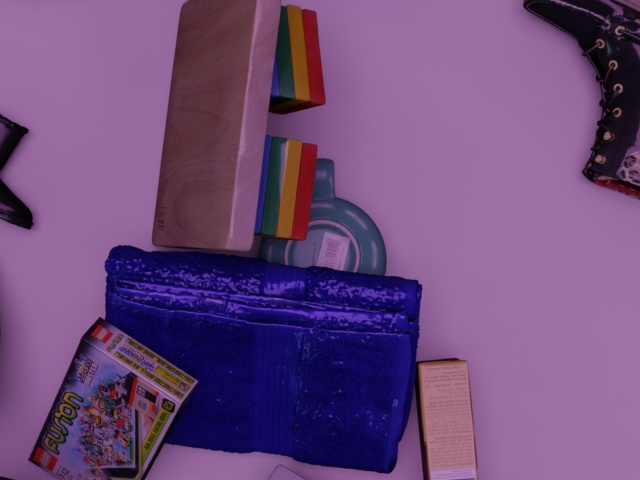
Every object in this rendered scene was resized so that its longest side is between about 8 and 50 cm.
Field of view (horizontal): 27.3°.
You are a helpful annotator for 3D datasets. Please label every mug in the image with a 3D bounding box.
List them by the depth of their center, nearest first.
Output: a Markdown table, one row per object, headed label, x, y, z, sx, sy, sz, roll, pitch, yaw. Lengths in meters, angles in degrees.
| label | x | y | z | sx | sy | sz | roll | pitch | yaw |
| --- | --- | --- | --- | --- | --- | --- | --- | --- | --- |
| mug | -0.005 | 0.008 | 1.325 | 0.129 | 0.097 | 0.157 | -33 | 87 | -1 |

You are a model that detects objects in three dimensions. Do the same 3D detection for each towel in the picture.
| label | x | y | z | sx | sy | sz | roll | pitch | yaw |
| --- | --- | --- | --- | --- | --- | --- | --- | --- | --- |
| towel | -0.063 | 0.124 | 1.278 | 0.308 | 0.076 | 0.227 | 7 | 119 | 5 |

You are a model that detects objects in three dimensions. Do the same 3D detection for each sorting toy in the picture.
| label | x | y | z | sx | sy | sz | roll | pitch | yaw |
| --- | --- | --- | --- | --- | --- | --- | --- | --- | --- |
| sorting toy | -0.073 | -0.115 | 1.270 | 0.089 | 0.257 | 0.255 | 8 | 88 | -22 |

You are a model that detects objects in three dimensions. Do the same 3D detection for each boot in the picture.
| label | x | y | z | sx | sy | sz | roll | pitch | yaw |
| --- | --- | --- | --- | --- | --- | --- | --- | --- | --- |
| boot | 0.293 | -0.153 | 1.335 | 0.236 | 0.085 | 0.178 | 23 | 85 | -5 |
| boot | -0.335 | -0.077 | 1.365 | 0.121 | 0.045 | 0.099 | 26 | 84 | 4 |

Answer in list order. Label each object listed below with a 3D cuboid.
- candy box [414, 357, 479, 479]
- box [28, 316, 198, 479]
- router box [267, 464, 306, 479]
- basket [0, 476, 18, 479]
| label | x | y | z | sx | sy | sz | roll | pitch | yaw |
| --- | --- | --- | --- | --- | --- | --- | --- | --- | --- |
| candy box | 0.126 | 0.211 | 1.303 | 0.053 | 0.109 | 0.186 | -4 | 86 | 1 |
| box | -0.205 | 0.177 | 1.281 | 0.114 | 0.036 | 0.207 | 32 | 130 | 3 |
| router box | -0.005 | 0.426 | 1.213 | 0.301 | 0.082 | 0.335 | 32 | 58 | 9 |
| basket | -0.307 | 0.303 | 1.243 | 0.154 | 0.227 | 0.204 | -9 | 86 | 0 |
